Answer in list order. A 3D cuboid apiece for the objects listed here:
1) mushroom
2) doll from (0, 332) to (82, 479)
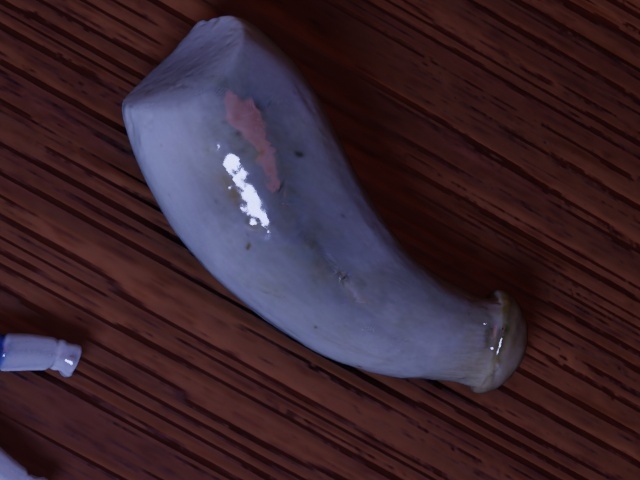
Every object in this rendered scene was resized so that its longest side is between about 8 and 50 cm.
[{"bbox_3d":[0.000,0.000,1.096,0.270,0.103,0.118,47,73,-9],"label":"mushroom"},{"bbox_3d":[-0.244,0.067,1.025,0.227,0.057,0.114,18,76,-19],"label":"doll"}]
